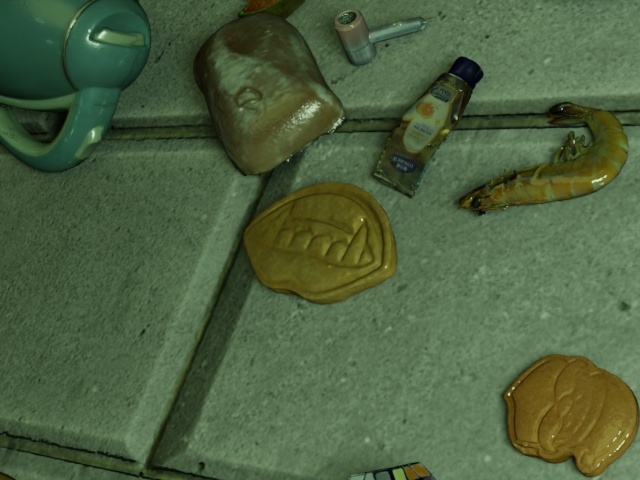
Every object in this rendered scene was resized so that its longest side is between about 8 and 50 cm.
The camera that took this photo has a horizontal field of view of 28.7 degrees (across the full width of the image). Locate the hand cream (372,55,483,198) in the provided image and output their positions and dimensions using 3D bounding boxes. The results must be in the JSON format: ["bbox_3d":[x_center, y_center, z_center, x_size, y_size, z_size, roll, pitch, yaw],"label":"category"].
[{"bbox_3d":[0.120,-0.126,1.362,0.062,0.039,0.163,30,83,30],"label":"hand cream"}]

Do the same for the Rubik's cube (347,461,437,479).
[{"bbox_3d":[0.064,0.245,1.094,0.111,0.093,0.111,-19,51,24],"label":"Rubik's cube"}]

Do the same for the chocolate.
[{"bbox_3d":[-0.084,-0.196,1.538,0.161,0.083,0.261,-38,43,7],"label":"chocolate"}]

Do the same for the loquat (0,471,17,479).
[{"bbox_3d":[-0.367,0.355,1.239,0.263,0.263,0.263,-21,49,26],"label":"loquat"}]

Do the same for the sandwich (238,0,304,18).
[{"bbox_3d":[-0.048,-0.323,1.640,0.135,0.029,0.067,-37,39,12],"label":"sandwich"}]

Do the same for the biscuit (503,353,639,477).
[{"bbox_3d":[0.217,0.150,1.096,0.130,0.019,0.102,22,74,46],"label":"biscuit"}]

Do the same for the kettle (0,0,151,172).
[{"bbox_3d":[-0.380,-0.263,1.745,0.342,0.247,0.319,26,110,38],"label":"kettle"}]

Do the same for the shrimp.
[{"bbox_3d":[0.220,-0.085,1.255,0.178,0.034,0.124,-15,49,28],"label":"shrimp"}]

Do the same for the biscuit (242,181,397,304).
[{"bbox_3d":[0.000,0.000,1.369,0.221,0.029,0.142,17,71,44],"label":"biscuit"}]

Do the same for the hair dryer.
[{"bbox_3d":[0.078,-0.250,1.474,0.114,0.063,0.037,-13,50,12],"label":"hair dryer"}]
